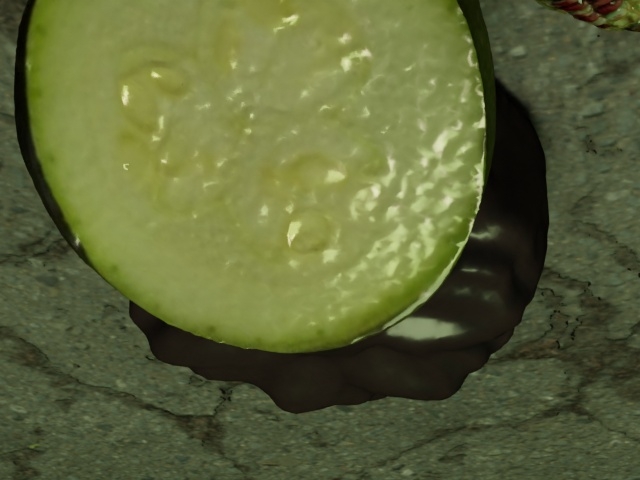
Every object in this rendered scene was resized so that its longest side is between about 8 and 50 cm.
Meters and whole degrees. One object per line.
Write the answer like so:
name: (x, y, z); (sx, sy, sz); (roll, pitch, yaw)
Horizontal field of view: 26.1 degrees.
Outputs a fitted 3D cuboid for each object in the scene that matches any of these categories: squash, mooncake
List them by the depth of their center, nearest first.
squash: (-0.035, -0.064, 0.697); (0.252, 0.049, 0.252); (6, 112, 15)
mooncake: (0.000, 0.000, 0.854); (0.282, 0.141, 0.283); (2, 146, 1)

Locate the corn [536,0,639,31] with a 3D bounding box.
corn: (0.076, -0.169, 0.621); (0.253, 0.086, 0.086); (23, 143, -35)
